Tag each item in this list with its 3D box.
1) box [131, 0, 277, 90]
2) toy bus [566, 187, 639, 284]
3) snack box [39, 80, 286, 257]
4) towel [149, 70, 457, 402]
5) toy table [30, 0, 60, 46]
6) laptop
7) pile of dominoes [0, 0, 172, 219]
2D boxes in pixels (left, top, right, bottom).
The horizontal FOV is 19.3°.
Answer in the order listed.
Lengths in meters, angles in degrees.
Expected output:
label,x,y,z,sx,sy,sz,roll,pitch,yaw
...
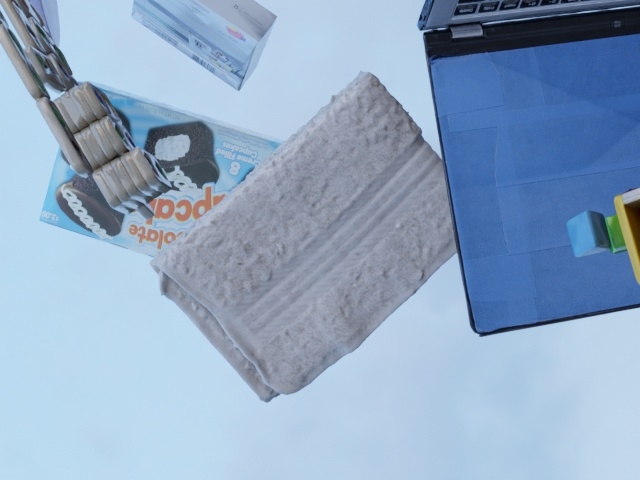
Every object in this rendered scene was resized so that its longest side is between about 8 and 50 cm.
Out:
label,x,y,z,sx,sy,sz,roll,pitch,yaw
box,-0.124,-0.232,1.952,0.038,0.145,0.186,-56,0,-13
toy bus,0.309,0.000,1.435,0.191,0.202,0.104,121,137,-73
snack box,-0.175,-0.067,2.370,0.060,0.322,0.187,-35,-39,-79
towel,0.000,0.000,1.725,0.282,0.187,0.049,-43,14,-5
toy table,-0.395,-0.319,2.133,0.252,0.161,0.274,-99,1,-45
laptop,0.305,-0.159,1.576,0.382,0.236,0.408,-9,-35,-22
pile of dominoes,-0.186,-0.135,1.346,0.040,0.251,0.196,-31,-8,4
